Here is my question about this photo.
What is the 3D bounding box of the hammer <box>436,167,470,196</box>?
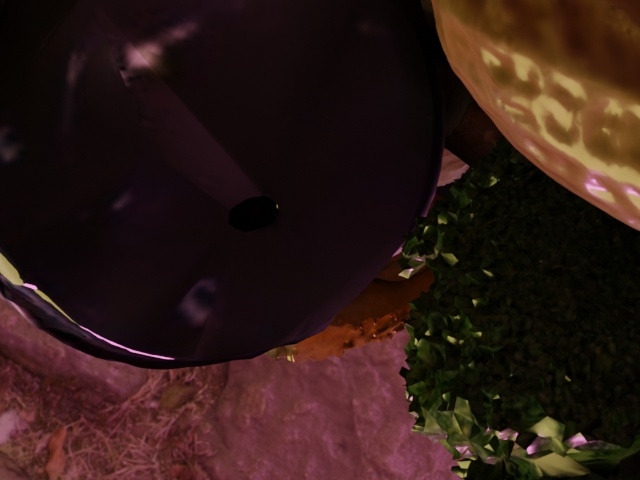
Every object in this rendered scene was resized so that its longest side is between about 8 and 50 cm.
[{"bbox_3d":[0.032,-0.010,1.176,0.137,0.037,0.290,2,-159,42],"label":"hammer"}]

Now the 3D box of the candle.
[{"bbox_3d":[-0.101,-0.085,0.884,0.221,0.221,0.342,30,-177,-31],"label":"candle"}]

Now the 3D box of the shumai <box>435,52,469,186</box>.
[{"bbox_3d":[-0.043,-0.059,1.118,0.222,0.204,0.272,30,176,-41],"label":"shumai"}]

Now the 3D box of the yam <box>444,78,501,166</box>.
[{"bbox_3d":[0.168,-0.017,1.044,0.253,0.061,0.061,31,179,-22],"label":"yam"}]

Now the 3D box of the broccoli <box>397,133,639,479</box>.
[{"bbox_3d":[0.142,0.080,0.717,0.308,0.275,0.308,27,-150,-17],"label":"broccoli"}]

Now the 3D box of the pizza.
[{"bbox_3d":[-0.004,-0.002,0.963,0.188,0.081,0.204,7,-164,28],"label":"pizza"}]

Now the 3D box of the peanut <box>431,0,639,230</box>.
[{"bbox_3d":[0.112,-0.037,0.531,0.194,0.083,0.093,29,-167,8],"label":"peanut"}]
